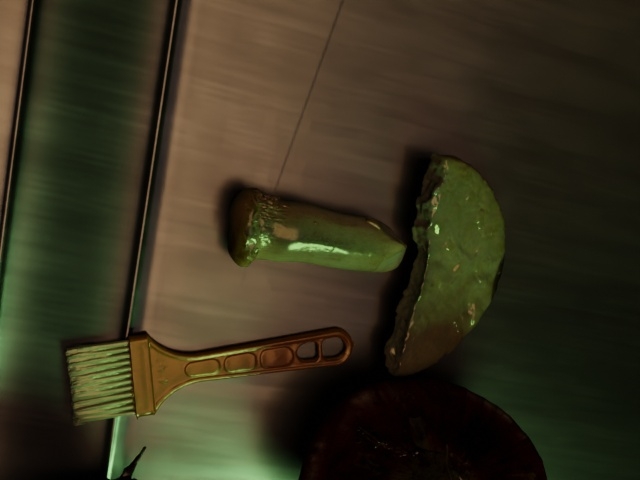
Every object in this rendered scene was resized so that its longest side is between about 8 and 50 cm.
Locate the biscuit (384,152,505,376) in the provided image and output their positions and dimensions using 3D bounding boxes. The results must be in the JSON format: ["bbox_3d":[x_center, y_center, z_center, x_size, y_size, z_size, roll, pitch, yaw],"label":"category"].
[{"bbox_3d":[0.149,0.031,1.109,0.133,0.032,0.250,3,104,-35],"label":"biscuit"}]

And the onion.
[{"bbox_3d":[0.105,0.290,1.087,0.272,0.285,0.273,3,62,-5],"label":"onion"}]

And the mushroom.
[{"bbox_3d":[0.000,0.000,1.056,0.209,0.071,0.084,10,103,-23],"label":"mushroom"}]

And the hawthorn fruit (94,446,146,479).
[{"bbox_3d":[-0.235,0.310,0.989,0.181,0.181,0.235,39,78,-20],"label":"hawthorn fruit"}]

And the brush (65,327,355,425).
[{"bbox_3d":[-0.110,0.134,1.073,0.314,0.017,0.090,-7,103,-17],"label":"brush"}]
